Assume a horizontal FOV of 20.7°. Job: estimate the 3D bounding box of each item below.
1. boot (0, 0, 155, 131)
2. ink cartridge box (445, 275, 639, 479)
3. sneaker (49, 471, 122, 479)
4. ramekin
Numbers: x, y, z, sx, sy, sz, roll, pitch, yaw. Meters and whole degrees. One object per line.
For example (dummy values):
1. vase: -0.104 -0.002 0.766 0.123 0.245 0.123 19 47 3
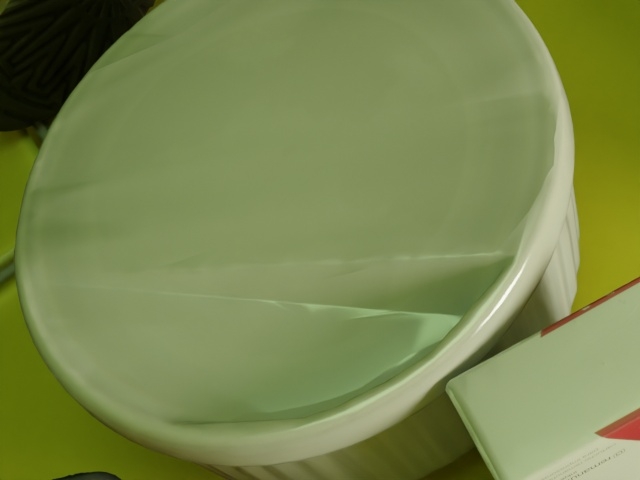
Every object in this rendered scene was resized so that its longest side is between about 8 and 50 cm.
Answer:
1. boot: -0.189 -0.218 1.063 0.236 0.089 0.269 -49 51 2
2. ink cartridge box: 0.121 0.083 0.759 0.099 0.135 0.056 -29 61 3
3. sneaker: -0.160 0.254 0.799 0.136 0.116 0.314 34 85 20
4. ramekin: 0.000 0.000 0.841 0.273 0.127 0.273 -11 56 16
